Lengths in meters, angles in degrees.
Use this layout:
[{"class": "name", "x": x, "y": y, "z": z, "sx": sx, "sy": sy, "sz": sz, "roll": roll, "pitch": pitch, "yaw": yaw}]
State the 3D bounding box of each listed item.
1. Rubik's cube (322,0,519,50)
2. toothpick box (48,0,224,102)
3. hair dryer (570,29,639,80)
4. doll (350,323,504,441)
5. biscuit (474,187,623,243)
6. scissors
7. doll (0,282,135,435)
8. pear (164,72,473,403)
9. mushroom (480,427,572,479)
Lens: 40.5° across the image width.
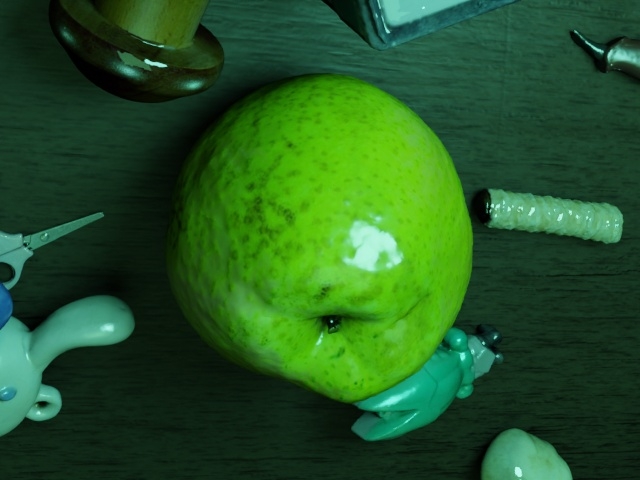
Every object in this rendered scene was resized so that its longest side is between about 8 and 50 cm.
[{"class": "Rubik's cube", "x": 0.118, "y": -0.407, "z": 0.846, "sx": 0.313, "sy": 0.318, "sz": 0.316, "roll": -21, "pitch": 119, "yaw": -2}, {"class": "toothpick box", "x": -0.162, "y": -0.289, "z": 0.897, "sx": 0.192, "sy": 0.192, "sz": 0.294, "roll": 16, "pitch": 119, "yaw": -20}, {"class": "hair dryer", "x": 0.499, "y": -0.265, "z": 1.142, "sx": 0.340, "sy": 0.123, "sz": 0.313, "roll": 16, "pitch": 100, "yaw": -8}, {"class": "doll", "x": 0.139, "y": 0.208, "z": 1.262, "sx": 0.258, "sy": 0.153, "sz": 0.195, "roll": 7, "pitch": 96, "yaw": -34}, {"class": "biscuit", "x": 0.320, "y": -0.034, "z": 1.219, "sx": 0.219, "sy": 0.055, "sz": 0.061, "roll": 5, "pitch": 77, "yaw": -15}, {"class": "scissors", "x": -0.365, "y": 0.000, "z": 1.106, "sx": 0.188, "sy": 0.015, "sz": 0.100, "roll": -23, "pitch": 120, "yaw": -4}, {"class": "doll", "x": -0.474, "y": 0.142, "z": 1.050, "sx": 0.365, "sy": 0.187, "sz": 0.376, "roll": 38, "pitch": 88, "yaw": -32}, {"class": "pear", "x": 0.000, "y": 0.000, "z": 0.991, "sx": 0.390, "sy": 0.391, "sz": 0.391, "roll": -5, "pitch": 116, "yaw": -10}, {"class": "mushroom", "x": 0.323, "y": 0.378, "z": 1.387, "sx": 0.154, "sy": 0.122, "sz": 0.154, "roll": 4, "pitch": 74, "yaw": -14}]
